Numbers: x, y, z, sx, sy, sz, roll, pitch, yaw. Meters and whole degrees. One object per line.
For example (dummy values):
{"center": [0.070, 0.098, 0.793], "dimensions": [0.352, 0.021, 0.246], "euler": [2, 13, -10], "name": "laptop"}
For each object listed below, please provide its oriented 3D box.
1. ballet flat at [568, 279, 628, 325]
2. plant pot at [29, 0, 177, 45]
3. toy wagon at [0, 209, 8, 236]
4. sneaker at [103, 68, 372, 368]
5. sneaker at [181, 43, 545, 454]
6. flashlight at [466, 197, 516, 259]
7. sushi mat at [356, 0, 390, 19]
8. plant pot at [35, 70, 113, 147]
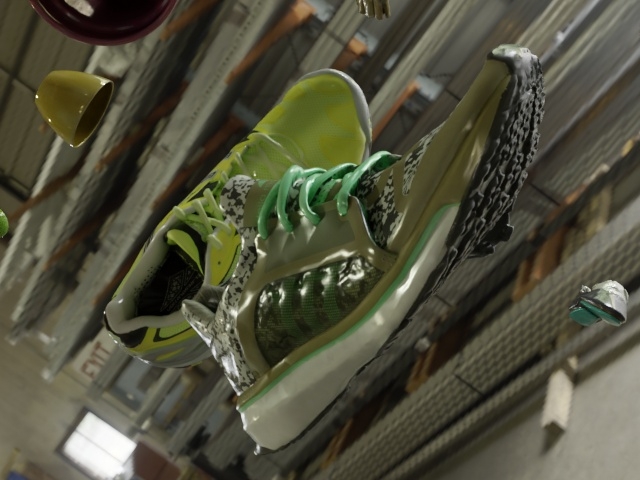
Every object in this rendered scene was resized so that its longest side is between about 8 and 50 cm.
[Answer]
{"center": [0.445, 0.096, 1.393], "dimensions": [0.074, 0.074, 0.203], "euler": [-54, -5, -5], "name": "ballet flat"}
{"center": [-0.269, -0.370, 1.136], "dimensions": [0.201, 0.201, 0.180], "euler": [-53, 17, 21], "name": "plant pot"}
{"center": [-0.654, 0.060, 1.379], "dimensions": [0.344, 0.068, 0.267], "euler": [-31, 4, 34], "name": "toy wagon"}
{"center": [-0.079, -0.019, 0.933], "dimensions": [0.384, 0.145, 0.147], "euler": [-55, -15, 1], "name": "sneaker"}
{"center": [0.000, 0.000, 0.657], "dimensions": [0.410, 0.182, 0.158], "euler": [-54, -8, 37], "name": "sneaker"}
{"center": [0.077, -0.007, 0.998], "dimensions": [0.304, 0.103, 0.103], "euler": [-5, 80, 57], "name": "flashlight"}
{"center": [-0.013, -0.245, 0.434], "dimensions": [0.019, 0.151, 0.316], "euler": [-26, -17, 0], "name": "sushi mat"}
{"center": [-0.437, -0.242, 1.528], "dimensions": [0.134, 0.095, 0.134], "euler": [-60, 3, 4], "name": "plant pot"}
